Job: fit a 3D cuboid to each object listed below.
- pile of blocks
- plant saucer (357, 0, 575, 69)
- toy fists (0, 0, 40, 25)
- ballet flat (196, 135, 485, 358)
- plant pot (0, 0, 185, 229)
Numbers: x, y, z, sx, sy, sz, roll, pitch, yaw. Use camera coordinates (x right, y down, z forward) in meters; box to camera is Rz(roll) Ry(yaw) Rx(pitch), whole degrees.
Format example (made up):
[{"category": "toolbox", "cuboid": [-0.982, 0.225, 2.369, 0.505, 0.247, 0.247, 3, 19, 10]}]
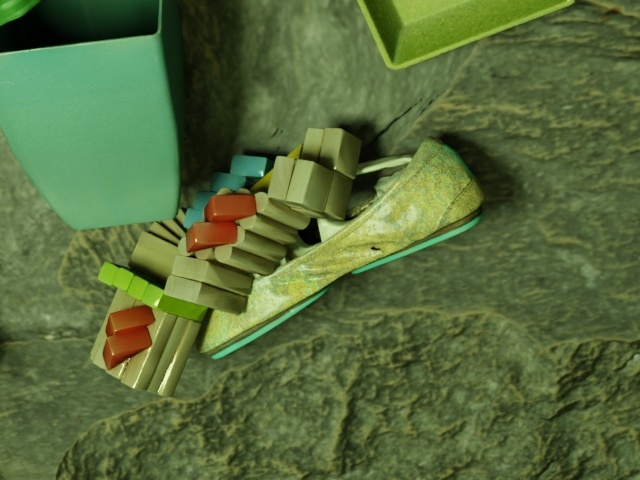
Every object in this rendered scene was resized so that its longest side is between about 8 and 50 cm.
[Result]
[{"category": "pile of blocks", "cuboid": [-0.122, 0.000, 1.452, 0.362, 0.149, 0.113, -45, 151, 12]}, {"category": "plant saucer", "cuboid": [0.115, -0.271, 1.340, 0.188, 0.045, 0.188, -20, 124, 12]}, {"category": "toy fists", "cuboid": [-0.230, -0.286, 1.238, 0.279, 0.096, 0.142, -29, 127, -12]}, {"category": "ballet flat", "cuboid": [0.000, 0.000, 1.505, 0.349, 0.123, 0.123, -28, 122, 18]}, {"category": "plant pot", "cuboid": [-0.205, -0.132, 1.365, 0.166, 0.165, 0.234, -6, 132, 3]}]
